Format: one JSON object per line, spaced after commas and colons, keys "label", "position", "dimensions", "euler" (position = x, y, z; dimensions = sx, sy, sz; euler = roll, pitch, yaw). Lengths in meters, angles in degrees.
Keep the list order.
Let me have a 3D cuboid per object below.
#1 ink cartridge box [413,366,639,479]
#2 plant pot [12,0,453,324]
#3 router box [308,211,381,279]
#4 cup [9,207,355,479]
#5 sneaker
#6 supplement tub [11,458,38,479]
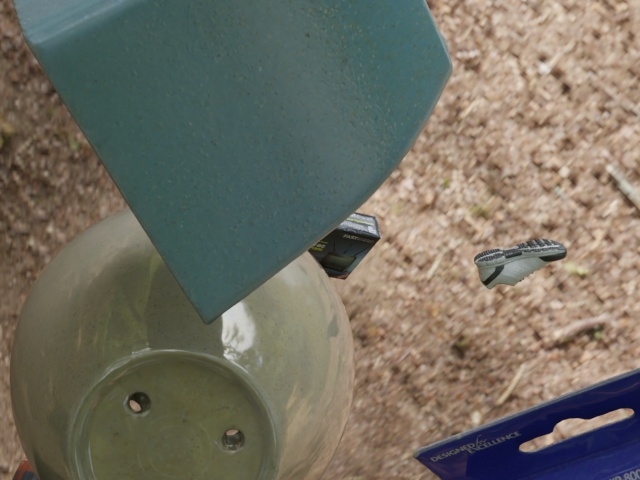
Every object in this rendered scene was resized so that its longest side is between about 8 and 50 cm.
{"label": "ink cartridge box", "position": [0.224, 0.204, 0.767], "dimensions": [0.371, 0.175, 0.069], "euler": [45, 30, -38]}
{"label": "plant pot", "position": [-0.055, -0.143, 0.905], "dimensions": [0.252, 0.248, 0.247], "euler": [-30, 32, -2]}
{"label": "router box", "position": [0.000, 0.000, 1.534], "dimensions": [0.122, 0.092, 0.038], "euler": [11, 47, -29]}
{"label": "cup", "position": [-0.124, 0.144, 1.085], "dimensions": [0.331, 0.237, 0.331], "euler": [-1, 100, -3]}
{"label": "sneaker", "position": [0.235, 0.028, 1.454], "dimensions": [0.109, 0.040, 0.044], "euler": [-12, 108, 5]}
{"label": "supplement tub", "position": [-0.400, 0.406, 1.692], "dimensions": [0.106, 0.106, 0.198], "euler": [24, 69, -5]}
